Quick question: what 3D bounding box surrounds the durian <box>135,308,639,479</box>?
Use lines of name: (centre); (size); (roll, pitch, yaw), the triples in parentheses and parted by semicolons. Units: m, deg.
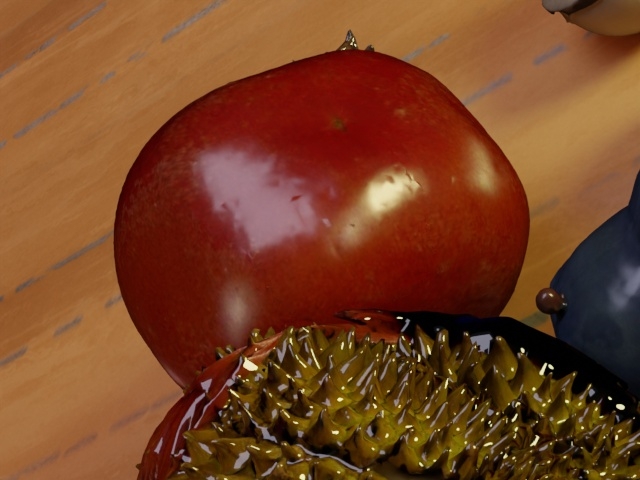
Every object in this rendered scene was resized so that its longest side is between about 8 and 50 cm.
durian: (0.050, 0.197, 1.018); (0.384, 0.348, 0.347); (-18, 42, 55)

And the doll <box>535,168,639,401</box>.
doll: (0.264, 0.004, 1.072); (0.258, 0.154, 0.228); (-49, 26, 27)

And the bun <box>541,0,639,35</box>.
bun: (0.280, -0.263, 1.403); (0.173, 0.120, 0.172); (-166, 90, -68)

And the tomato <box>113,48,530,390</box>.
tomato: (0.000, 0.000, 1.283); (0.325, 0.289, 0.293); (-19, 52, -16)

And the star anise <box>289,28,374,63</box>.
star anise: (0.004, -0.160, 1.692); (0.141, 0.042, 0.141); (-28, 36, 23)
